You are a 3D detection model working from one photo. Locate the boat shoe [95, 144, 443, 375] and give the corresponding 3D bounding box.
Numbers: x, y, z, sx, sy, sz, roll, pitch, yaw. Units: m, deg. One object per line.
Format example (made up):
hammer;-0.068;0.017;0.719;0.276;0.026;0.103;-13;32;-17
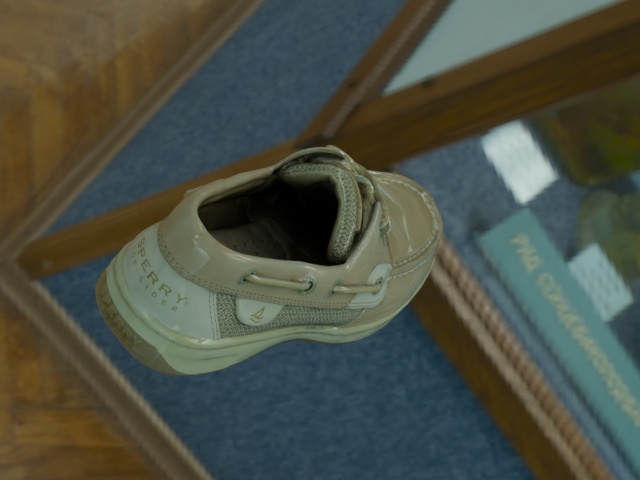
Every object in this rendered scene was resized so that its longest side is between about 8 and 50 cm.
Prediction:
boat shoe;0.000;0.000;1.002;0.121;0.110;0.341;49;32;13
